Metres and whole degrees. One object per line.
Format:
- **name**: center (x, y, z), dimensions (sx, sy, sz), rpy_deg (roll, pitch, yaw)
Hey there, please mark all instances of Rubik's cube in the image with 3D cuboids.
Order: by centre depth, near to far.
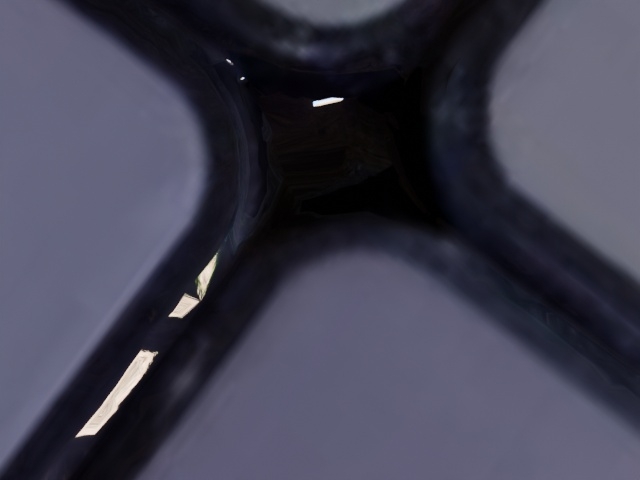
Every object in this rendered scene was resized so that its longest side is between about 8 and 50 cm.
- **Rubik's cube**: center (0.000, 0.000, 0.484), dimensions (0.316, 0.313, 0.318), rpy_deg (36, 174, 4)
